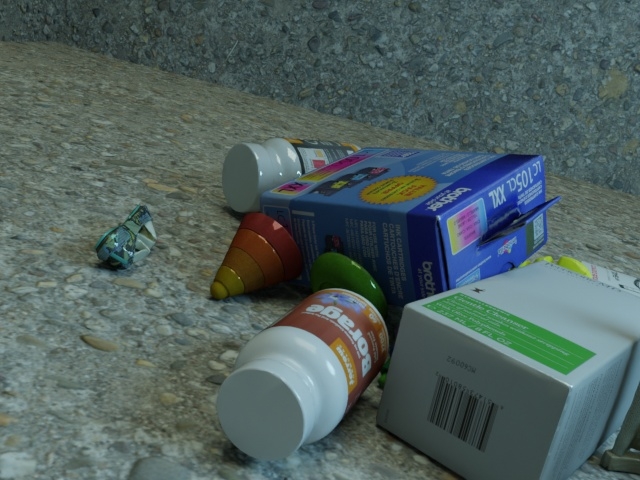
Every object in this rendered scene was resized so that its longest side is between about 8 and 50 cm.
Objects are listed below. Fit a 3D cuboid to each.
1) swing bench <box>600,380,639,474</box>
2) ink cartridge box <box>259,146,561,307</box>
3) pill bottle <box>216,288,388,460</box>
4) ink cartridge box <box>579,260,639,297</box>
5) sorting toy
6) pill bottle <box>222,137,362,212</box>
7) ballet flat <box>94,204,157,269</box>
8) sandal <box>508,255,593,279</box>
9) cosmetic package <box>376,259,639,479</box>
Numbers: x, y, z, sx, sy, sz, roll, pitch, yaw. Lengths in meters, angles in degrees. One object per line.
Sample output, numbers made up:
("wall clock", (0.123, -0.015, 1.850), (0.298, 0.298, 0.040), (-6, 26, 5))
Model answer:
("swing bench", (0.422, 0.189, 0.671), (0.165, 0.253, 0.255), (12, 19, -3))
("ink cartridge box", (0.145, -0.027, 1.042), (0.395, 0.151, 0.270), (11, 30, 42))
("pill bottle", (-0.014, 0.134, 0.739), (0.121, 0.121, 0.216), (19, 19, 17))
("ink cartridge box", (0.535, 0.119, 1.230), (0.203, 0.086, 0.148), (18, 19, 13))
("sorting toy", (-0.014, 0.090, 0.958), (0.365, 0.127, 0.126), (28, 52, 31))
("pill bottle", (-0.044, -0.122, 1.420), (0.278, 0.162, 0.162), (-2, 23, -40))
("ballet flat", (-0.281, -0.001, 1.073), (0.070, 0.070, 0.188), (13, 20, -1))
("sandal", (0.278, 0.081, 1.158), (0.317, 0.126, 0.138), (16, -20, 31))
("cosmetic package", (0.254, 0.146, 0.844), (0.196, 0.155, 0.365), (24, 22, 34))
